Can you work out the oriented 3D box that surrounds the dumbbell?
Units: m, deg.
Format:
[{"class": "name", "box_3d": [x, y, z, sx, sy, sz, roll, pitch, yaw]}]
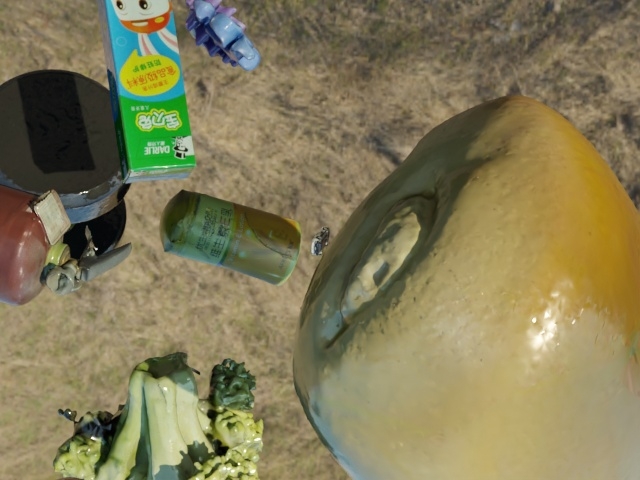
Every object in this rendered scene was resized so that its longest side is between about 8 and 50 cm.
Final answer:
[{"class": "dumbbell", "box_3d": [-0.378, -0.079, 1.101, 0.204, 0.203, 0.322, 13, 155, -13]}]

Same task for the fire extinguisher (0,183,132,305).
[{"class": "fire extinguisher", "box_3d": [-0.296, -0.013, 0.614, 0.269, 0.104, 0.105, 16, 154, -4]}]

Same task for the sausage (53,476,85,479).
[{"class": "sausage", "box_3d": [-0.255, 0.263, 0.723, 0.054, 0.059, 0.094, -31, 179, 33]}]

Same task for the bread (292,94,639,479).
[{"class": "bread", "box_3d": [0.169, 0.093, 0.650, 0.253, 0.348, 0.376, 12, 153, 47]}]

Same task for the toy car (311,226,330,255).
[{"class": "toy car", "box_3d": [0.000, 0.000, 1.588, 0.025, 0.093, 0.041, 10, 112, 12]}]

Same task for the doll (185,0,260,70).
[{"class": "doll", "box_3d": [-0.122, -0.256, 0.937, 0.067, 0.206, 0.110, -41, 122, -1]}]

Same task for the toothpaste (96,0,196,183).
[{"class": "toothpaste", "box_3d": [-0.171, -0.190, 0.722, 0.065, 0.266, 0.050, -7, 173, -24]}]

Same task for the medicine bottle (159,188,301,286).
[{"class": "medicine bottle", "box_3d": [-0.158, -0.009, 1.310, 0.239, 0.124, 0.124, 16, 153, -22]}]

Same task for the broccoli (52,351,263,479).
[{"class": "broccoli", "box_3d": [-0.216, 0.292, 1.032, 0.294, 0.280, 0.348, -2, -163, -10]}]
